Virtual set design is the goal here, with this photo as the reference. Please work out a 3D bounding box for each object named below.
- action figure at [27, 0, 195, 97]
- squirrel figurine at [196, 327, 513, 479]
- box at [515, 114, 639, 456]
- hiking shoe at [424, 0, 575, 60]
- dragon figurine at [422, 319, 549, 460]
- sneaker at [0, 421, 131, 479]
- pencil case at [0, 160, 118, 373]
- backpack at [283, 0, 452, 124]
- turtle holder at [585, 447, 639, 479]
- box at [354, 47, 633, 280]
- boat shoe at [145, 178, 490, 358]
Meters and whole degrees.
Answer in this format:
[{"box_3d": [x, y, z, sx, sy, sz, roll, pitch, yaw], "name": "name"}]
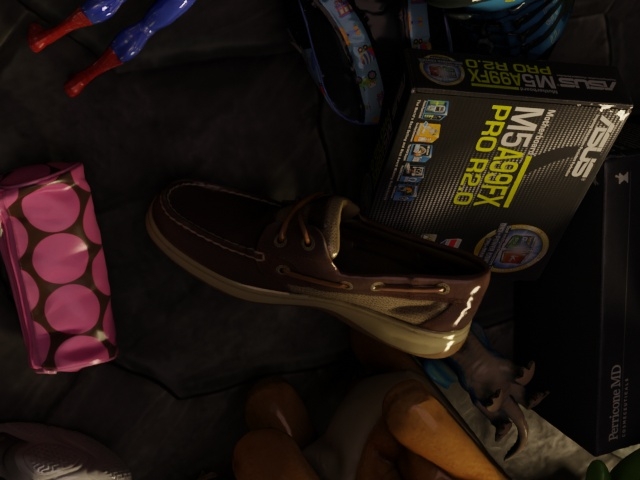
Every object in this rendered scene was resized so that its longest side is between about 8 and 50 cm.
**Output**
[{"box_3d": [-0.133, -0.255, 0.980, 0.280, 0.139, 0.091, -29, 118, 13], "name": "action figure"}, {"box_3d": [0.029, 0.334, 1.105, 0.370, 0.281, 0.397, -40, 110, 1], "name": "squirrel figurine"}, {"box_3d": [0.403, 0.032, 1.209, 0.312, 0.179, 0.343, -8, 108, -20], "name": "box"}, {"box_3d": [0.185, -0.224, 1.019, 0.304, 0.113, 0.132, -19, 120, -55], "name": "hiking shoe"}, {"box_3d": [0.179, 0.148, 1.203, 0.085, 0.144, 0.289, -43, 144, -5], "name": "dragon figurine"}, {"box_3d": [-0.332, 0.264, 1.039, 0.268, 0.101, 0.153, 11, 102, -17], "name": "sneaker"}, {"box_3d": [-0.258, 0.030, 1.003, 0.098, 0.095, 0.209, -31, 117, -49], "name": "pencil case"}, {"box_3d": [0.047, -0.209, 1.036, 0.158, 0.117, 0.173, -22, 111, -14], "name": "backpack"}, {"box_3d": [0.429, 0.373, 1.128, 0.227, 0.243, 0.320, -1, 78, -31], "name": "turtle holder"}, {"box_3d": [0.158, -0.066, 1.054, 0.216, 0.060, 0.270, 4, 140, -11], "name": "box"}, {"box_3d": [0.000, 0.000, 1.017, 0.342, 0.123, 0.123, 23, 132, 2], "name": "boat shoe"}]
